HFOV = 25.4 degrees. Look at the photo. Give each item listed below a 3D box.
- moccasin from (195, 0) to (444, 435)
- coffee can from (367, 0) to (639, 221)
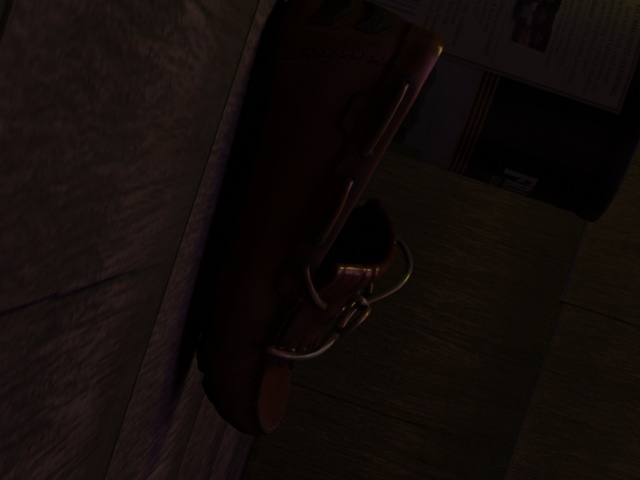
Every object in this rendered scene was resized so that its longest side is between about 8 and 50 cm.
[{"bbox_3d":[0.001,-0.001,1.060,0.139,0.147,0.380,-67,175,-61],"label":"moccasin"},{"bbox_3d":[0.122,-0.153,1.139,0.201,0.275,0.201,19,90,-87],"label":"coffee can"}]
